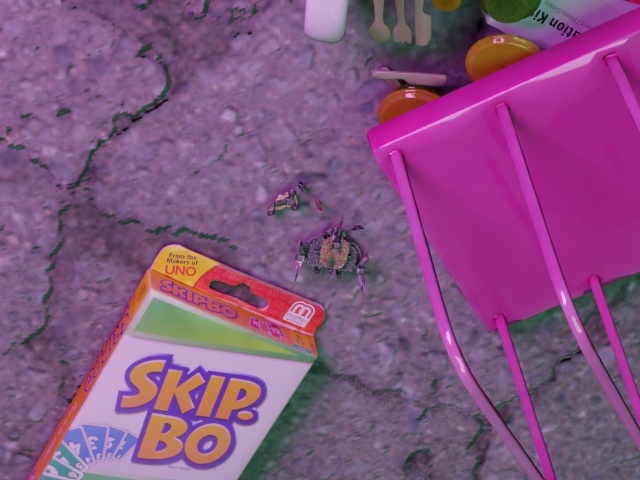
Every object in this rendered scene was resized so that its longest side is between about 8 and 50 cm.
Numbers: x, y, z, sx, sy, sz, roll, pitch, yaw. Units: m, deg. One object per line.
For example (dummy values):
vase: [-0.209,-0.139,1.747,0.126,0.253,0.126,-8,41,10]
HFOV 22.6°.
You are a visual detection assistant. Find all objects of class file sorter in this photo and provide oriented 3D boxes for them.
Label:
file sorter: [0.212,0.000,0.914,0.291,0.182,0.202,-24,137,12]

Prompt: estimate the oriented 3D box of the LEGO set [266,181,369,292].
LEGO set: [0.001,-0.002,1.022,0.054,0.023,0.083,-21,107,2]

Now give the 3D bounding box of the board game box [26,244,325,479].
board game box: [-0.107,0.129,1.074,0.124,0.039,0.259,23,112,-20]

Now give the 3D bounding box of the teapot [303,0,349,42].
teapot: [0.014,-0.209,0.757,0.256,0.253,0.187,19,74,-44]

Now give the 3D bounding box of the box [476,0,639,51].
box: [0.201,-0.177,0.934,0.145,0.038,0.186,26,115,-20]

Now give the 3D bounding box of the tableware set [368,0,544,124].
tableware set: [0.083,-0.101,0.949,0.104,0.024,0.154,5,138,10]
